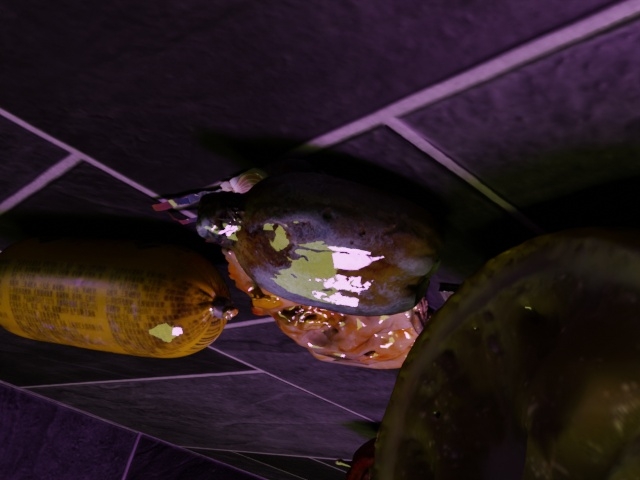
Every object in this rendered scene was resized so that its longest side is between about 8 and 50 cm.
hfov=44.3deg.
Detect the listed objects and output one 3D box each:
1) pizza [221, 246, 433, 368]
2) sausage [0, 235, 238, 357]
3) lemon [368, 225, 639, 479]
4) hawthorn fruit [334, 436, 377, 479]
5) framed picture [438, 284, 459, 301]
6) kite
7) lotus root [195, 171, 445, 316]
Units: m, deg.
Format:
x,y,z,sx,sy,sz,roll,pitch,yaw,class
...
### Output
x,y,z,sx,sy,sz,roll,pitch,yaw,class
0.009,0.063,0.768,0.189,0.071,0.297,4,154,25,pizza
-0.236,0.058,0.855,0.347,0.123,0.123,3,153,29,sausage
0.241,0.177,0.546,0.364,0.364,0.364,14,157,6,lemon
0.146,0.432,1.359,0.261,0.224,0.224,29,163,25,hawthorn fruit
0.196,0.075,0.750,0.149,0.011,0.109,5,155,25,framed picture
-0.054,-0.023,0.692,0.229,0.016,0.127,-6,145,42,kite
0.000,0.000,0.601,0.192,0.088,0.113,14,133,-6,lotus root
